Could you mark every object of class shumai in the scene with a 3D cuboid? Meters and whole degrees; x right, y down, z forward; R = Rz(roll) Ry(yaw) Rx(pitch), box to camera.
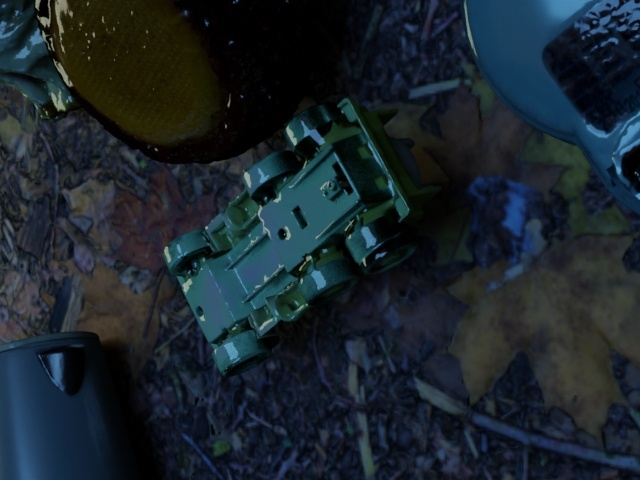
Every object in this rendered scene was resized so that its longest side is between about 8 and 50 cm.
[{"bbox_3d":[-0.245,-0.184,1.408,0.184,0.184,0.142,-8,118,35],"label":"shumai"}]

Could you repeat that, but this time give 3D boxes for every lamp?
[{"bbox_3d":[0.211,-0.144,1.053,0.209,0.147,0.284,-38,64,33],"label":"lamp"}]

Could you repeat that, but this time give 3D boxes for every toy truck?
[{"bbox_3d":[-0.004,0.002,1.231,0.259,0.135,0.128,-40,71,37],"label":"toy truck"}]

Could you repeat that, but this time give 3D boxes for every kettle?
[{"bbox_3d":[-0.244,0.216,1.420,0.210,0.160,0.243,-36,63,61],"label":"kettle"}]

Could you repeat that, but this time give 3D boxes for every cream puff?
[{"bbox_3d":[-0.110,-0.179,1.249,0.239,0.165,0.239,22,138,22],"label":"cream puff"}]
